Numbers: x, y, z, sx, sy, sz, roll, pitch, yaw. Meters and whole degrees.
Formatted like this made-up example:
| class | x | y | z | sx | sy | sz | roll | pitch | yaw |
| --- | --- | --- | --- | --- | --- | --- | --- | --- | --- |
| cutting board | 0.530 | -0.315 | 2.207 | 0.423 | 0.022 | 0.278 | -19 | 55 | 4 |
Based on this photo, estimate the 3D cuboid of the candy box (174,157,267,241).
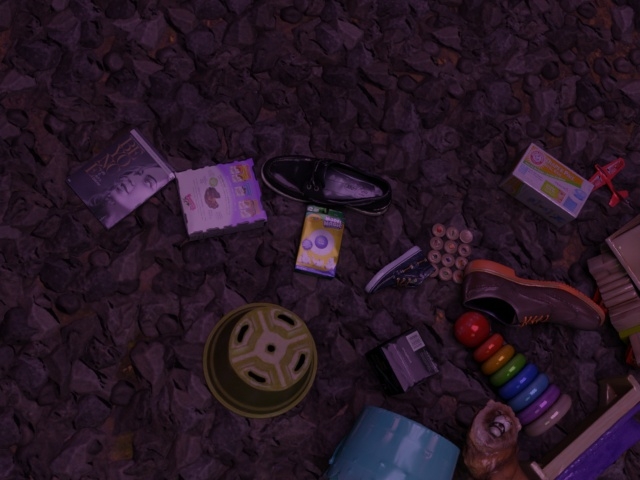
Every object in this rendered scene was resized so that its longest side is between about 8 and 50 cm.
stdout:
| class | x | y | z | sx | sy | sz | roll | pitch | yaw |
| --- | --- | --- | --- | --- | --- | --- | --- | --- | --- |
| candy box | -0.246 | -0.100 | 1.942 | 0.196 | 0.070 | 0.165 | -11 | 78 | -13 |

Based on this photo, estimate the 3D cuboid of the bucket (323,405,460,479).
| class | x | y | z | sx | sy | sz | roll | pitch | yaw |
| --- | --- | --- | --- | --- | --- | --- | --- | --- | --- |
| bucket | 0.166 | 0.501 | 1.758 | 0.281 | 0.281 | 0.183 | 28 | 71 | -2 |

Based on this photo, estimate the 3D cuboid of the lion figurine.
| class | x | y | z | sx | sy | sz | roll | pitch | yaw |
| --- | --- | --- | --- | --- | --- | --- | --- | --- | --- |
| lion figurine | 0.436 | 0.563 | 1.744 | 0.392 | 0.142 | 0.240 | 53 | 54 | -7 |

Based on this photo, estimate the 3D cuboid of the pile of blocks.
| class | x | y | z | sx | sy | sz | roll | pitch | yaw |
| --- | --- | --- | --- | --- | --- | --- | --- | --- | --- |
| pile of blocks | 0.781 | 0.182 | 2.044 | 0.112 | 0.149 | 0.362 | -27 | 66 | 28 |

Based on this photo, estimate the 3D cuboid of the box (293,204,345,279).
| class | x | y | z | sx | sy | sz | roll | pitch | yaw |
| --- | --- | --- | --- | --- | --- | --- | --- | --- | --- |
| box | 0.000 | 0.000 | 1.974 | 0.105 | 0.043 | 0.179 | 12 | 72 | -7 |

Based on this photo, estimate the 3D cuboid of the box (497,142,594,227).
| class | x | y | z | sx | sy | sz | roll | pitch | yaw |
| --- | --- | --- | --- | --- | --- | --- | --- | --- | --- |
| box | 0.590 | -0.144 | 2.081 | 0.203 | 0.103 | 0.114 | 34 | 73 | 0 |

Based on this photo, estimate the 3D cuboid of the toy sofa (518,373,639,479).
| class | x | y | z | sx | sy | sz | roll | pitch | yaw |
| --- | --- | --- | --- | --- | --- | --- | --- | --- | --- |
| toy sofa | 0.649 | 0.497 | 1.900 | 0.362 | 0.150 | 0.177 | -35 | 83 | -16 |

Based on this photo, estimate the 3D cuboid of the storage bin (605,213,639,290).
| class | x | y | z | sx | sy | sz | roll | pitch | yaw |
| --- | --- | --- | --- | --- | --- | --- | --- | --- | --- |
| storage bin | 0.901 | 0.043 | 2.032 | 0.260 | 0.123 | 0.262 | -25 | 79 | -45 |

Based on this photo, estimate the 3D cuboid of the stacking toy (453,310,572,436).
| class | x | y | z | sx | sy | sz | roll | pitch | yaw |
| --- | --- | --- | --- | --- | --- | --- | --- | --- | --- |
| stacking toy | 0.450 | 0.311 | 1.929 | 0.141 | 0.141 | 0.330 | -39 | 81 | -17 |

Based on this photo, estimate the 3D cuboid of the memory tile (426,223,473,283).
| class | x | y | z | sx | sy | sz | roll | pitch | yaw |
| --- | --- | --- | --- | --- | --- | --- | --- | --- | --- |
| memory tile | 0.331 | 0.034 | 2.037 | 0.113 | 0.012 | 0.148 | 14 | 73 | -6 |

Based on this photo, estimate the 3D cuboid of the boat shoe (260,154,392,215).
| class | x | y | z | sx | sy | sz | roll | pitch | yaw |
| --- | --- | --- | --- | --- | --- | --- | --- | --- | --- |
| boat shoe | 0.021 | -0.149 | 1.978 | 0.339 | 0.113 | 0.127 | 20 | 73 | -4 |

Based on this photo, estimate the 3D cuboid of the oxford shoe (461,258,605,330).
| class | x | y | z | sx | sy | sz | roll | pitch | yaw |
| --- | --- | --- | --- | --- | --- | --- | --- | --- | --- |
| oxford shoe | 0.520 | 0.171 | 1.961 | 0.363 | 0.130 | 0.133 | 17 | 52 | 5 |

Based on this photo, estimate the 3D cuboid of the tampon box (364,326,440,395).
| class | x | y | z | sx | sy | sz | roll | pitch | yaw |
| --- | --- | --- | --- | --- | --- | --- | --- | --- | --- |
| tampon box | 0.191 | 0.288 | 1.869 | 0.101 | 0.161 | 0.121 | -26 | 83 | -16 |

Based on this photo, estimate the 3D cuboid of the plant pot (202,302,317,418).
| class | x | y | z | sx | sy | sz | roll | pitch | yaw |
| --- | --- | --- | --- | --- | --- | --- | --- | --- | --- |
| plant pot | -0.124 | 0.254 | 1.775 | 0.275 | 0.254 | 0.276 | 2 | 75 | -9 |

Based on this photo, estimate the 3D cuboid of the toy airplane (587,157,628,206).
| class | x | y | z | sx | sy | sz | roll | pitch | yaw |
| --- | --- | --- | --- | --- | --- | --- | --- | --- | --- |
| toy airplane | 0.787 | -0.157 | 2.158 | 0.151 | 0.028 | 0.151 | 2 | 76 | -8 |

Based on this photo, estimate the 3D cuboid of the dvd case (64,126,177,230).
| class | x | y | z | sx | sy | sz | roll | pitch | yaw |
| --- | --- | --- | --- | --- | --- | --- | --- | --- | --- |
| dvd case | -0.485 | -0.153 | 1.942 | 0.221 | 0.018 | 0.164 | -40 | 85 | -17 |

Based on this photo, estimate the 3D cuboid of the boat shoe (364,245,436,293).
| class | x | y | z | sx | sy | sz | roll | pitch | yaw |
| --- | --- | --- | --- | --- | --- | --- | --- | --- | --- |
| boat shoe | 0.201 | 0.092 | 1.967 | 0.183 | 0.065 | 0.083 | -35 | 74 | -18 |
